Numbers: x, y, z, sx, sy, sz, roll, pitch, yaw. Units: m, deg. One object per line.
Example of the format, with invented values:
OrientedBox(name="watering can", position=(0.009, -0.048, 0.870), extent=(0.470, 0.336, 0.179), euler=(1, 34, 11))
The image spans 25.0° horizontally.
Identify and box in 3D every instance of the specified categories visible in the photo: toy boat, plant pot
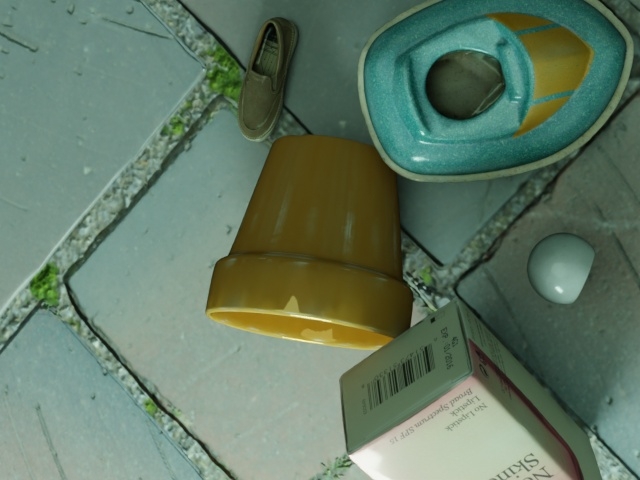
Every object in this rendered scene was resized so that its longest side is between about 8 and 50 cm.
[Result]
OrientedBox(name="toy boat", position=(0.190, -0.095, 1.378), extent=(0.267, 0.148, 0.318), euler=(-19, 90, 5))
OrientedBox(name="plant pot", position=(0.000, 0.000, 1.452), extent=(0.205, 0.205, 0.188), euler=(5, 79, 20))

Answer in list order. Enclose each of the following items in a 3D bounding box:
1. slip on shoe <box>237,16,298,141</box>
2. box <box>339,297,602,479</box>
OrientedBox(name="slip on shoe", position=(-0.060, -0.172, 1.537), extent=(0.051, 0.041, 0.135), euler=(23, 100, 18))
OrientedBox(name="box", position=(0.146, 0.197, 1.373), extent=(0.149, 0.127, 0.232), euler=(-36, 116, 17))
